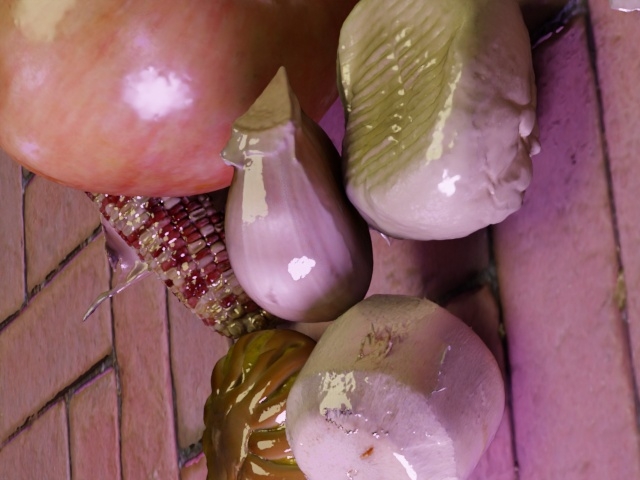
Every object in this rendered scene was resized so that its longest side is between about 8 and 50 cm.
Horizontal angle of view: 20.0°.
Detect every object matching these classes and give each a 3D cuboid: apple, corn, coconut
[{"bbox_3d":[-0.147,-0.222,1.635,0.346,0.391,0.391,-40,51,52],"label":"apple"},{"bbox_3d":[-0.144,-0.016,1.791,0.290,0.098,0.098,50,142,2],"label":"corn"},{"bbox_3d":[0.063,0.120,1.433,0.171,0.171,0.183,-49,5,48],"label":"coconut"}]

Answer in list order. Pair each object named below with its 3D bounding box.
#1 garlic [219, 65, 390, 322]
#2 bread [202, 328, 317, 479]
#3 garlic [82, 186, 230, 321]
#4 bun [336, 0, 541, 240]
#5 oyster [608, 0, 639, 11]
[{"bbox_3d":[-0.001,0.004,1.486,0.128,0.266,0.148,35,77,27],"label":"garlic"},{"bbox_3d":[-0.049,0.188,1.697,0.213,0.104,0.213,-20,66,57],"label":"bread"},{"bbox_3d":[-0.172,-0.096,1.903,0.151,0.196,0.338,-130,34,-82],"label":"garlic"},{"bbox_3d":[0.100,-0.103,1.418,0.229,0.145,0.229,-34,48,48],"label":"bun"},{"bbox_3d":[0.248,-0.318,1.193,0.238,0.114,0.351,21,101,60],"label":"oyster"}]
